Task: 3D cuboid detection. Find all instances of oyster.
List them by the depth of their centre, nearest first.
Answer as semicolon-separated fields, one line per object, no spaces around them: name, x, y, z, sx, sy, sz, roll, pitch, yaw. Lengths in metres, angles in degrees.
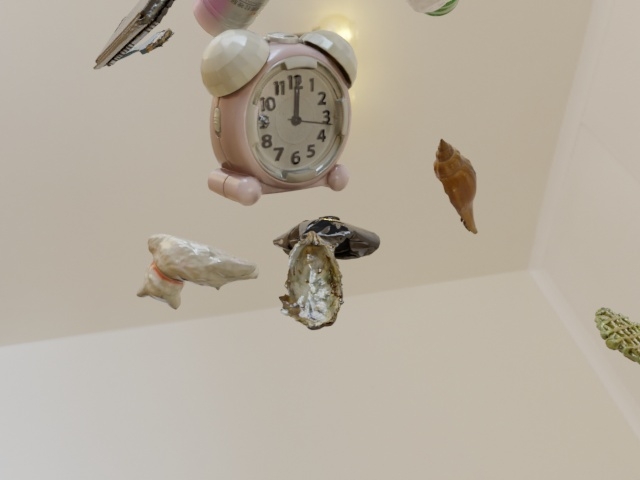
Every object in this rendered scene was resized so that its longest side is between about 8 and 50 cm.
oyster;-0.003;0.046;0.817;0.029;0.086;0.132;86;24;-56

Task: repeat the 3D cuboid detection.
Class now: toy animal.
toy animal;-0.338;0.098;1.830;0.266;0.308;0.188;-36;-149;65

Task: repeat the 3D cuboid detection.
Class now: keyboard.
keyboard;-0.197;-0.240;0.741;0.094;0.025;0.230;-60;-155;-14

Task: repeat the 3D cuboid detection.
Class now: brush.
brush;-0.296;-0.300;1.075;0.014;0.164;0.051;57;42;-31

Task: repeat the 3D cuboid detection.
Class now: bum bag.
bum bag;0.000;0.000;1.340;0.340;0.144;0.095;172;-74;-75

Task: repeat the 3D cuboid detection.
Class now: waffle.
waffle;0.683;0.219;1.496;0.036;0.169;0.183;-64;178;27

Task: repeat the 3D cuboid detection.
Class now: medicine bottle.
medicine bottle;-0.194;-0.624;1.666;0.254;0.152;0.152;-38;-126;44

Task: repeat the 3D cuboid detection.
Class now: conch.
conch;0.367;-0.135;1.752;0.330;0.093;0.109;53;16;-34

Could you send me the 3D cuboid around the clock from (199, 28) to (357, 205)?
clock;-0.079;-0.258;1.377;0.184;0.342;0.326;25;-60;42

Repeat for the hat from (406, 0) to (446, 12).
hat;0.262;-0.574;1.414;0.126;0.203;0.203;17;-61;47

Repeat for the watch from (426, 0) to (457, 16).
watch;0.300;-0.690;1.850;0.131;0.165;0.152;43;44;-87
